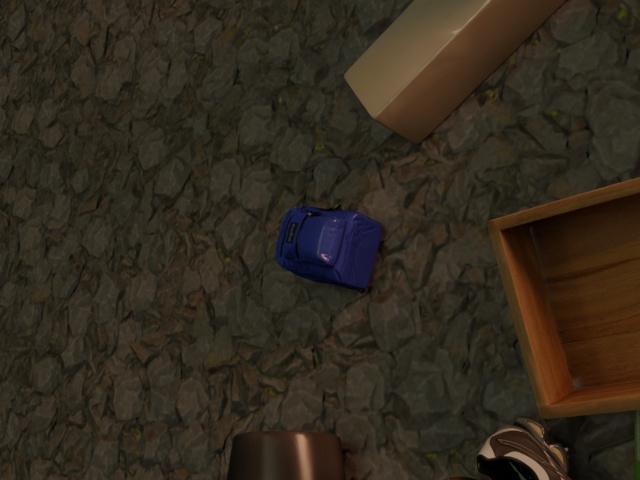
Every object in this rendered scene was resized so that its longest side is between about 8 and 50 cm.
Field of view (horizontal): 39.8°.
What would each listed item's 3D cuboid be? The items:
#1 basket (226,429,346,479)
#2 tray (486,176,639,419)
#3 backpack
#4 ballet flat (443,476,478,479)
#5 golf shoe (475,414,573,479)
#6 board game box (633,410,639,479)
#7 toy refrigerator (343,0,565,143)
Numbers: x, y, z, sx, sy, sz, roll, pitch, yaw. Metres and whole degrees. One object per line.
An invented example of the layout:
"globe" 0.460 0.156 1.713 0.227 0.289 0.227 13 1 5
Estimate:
"basket" -0.042 0.338 1.003 0.204 0.154 0.226 -14 65 33
"tray" 0.357 0.027 0.755 0.411 0.076 0.202 -17 87 42
"backpack" 0.000 0.000 1.096 0.120 0.101 0.098 10 77 43
"ballet flat" 0.196 0.359 0.767 0.116 0.124 0.342 -31 68 3
"golf shoe" 0.221 0.253 0.806 0.198 0.094 0.077 42 126 31
"board game box" 0.331 0.271 0.768 0.124 0.039 0.259 -20 60 60
"toy refrigerator" 0.161 -0.249 1.037 0.269 0.102 0.094 -45 54 20
